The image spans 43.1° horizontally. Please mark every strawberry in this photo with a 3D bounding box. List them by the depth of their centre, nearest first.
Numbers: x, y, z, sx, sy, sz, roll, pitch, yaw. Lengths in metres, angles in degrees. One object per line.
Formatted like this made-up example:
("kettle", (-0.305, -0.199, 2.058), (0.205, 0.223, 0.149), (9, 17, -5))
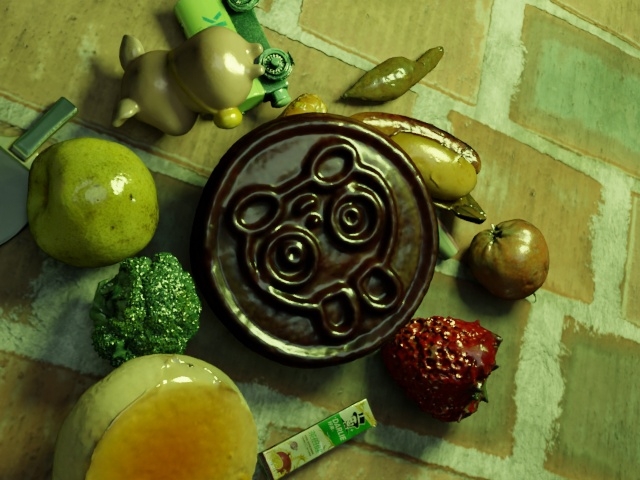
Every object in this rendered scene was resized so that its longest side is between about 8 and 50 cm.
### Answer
("strawberry", (0.198, 0.209, 1.368), (0.201, 0.187, 0.184), (17, 88, 11))

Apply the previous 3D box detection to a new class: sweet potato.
("sweet potato", (0.156, -0.316, 1.541), (0.269, 0.074, 0.075), (-30, 89, -30))

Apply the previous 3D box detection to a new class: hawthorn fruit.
("hawthorn fruit", (0.364, 0.045, 1.491), (0.189, 0.149, 0.149), (39, 65, -5))

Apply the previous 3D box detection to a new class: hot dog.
("hot dog", (-0.079, -0.149, 1.371), (0.072, 0.115, 0.269), (43, 62, -11))
("hot dog", (0.171, -0.153, 1.432), (0.326, 0.107, 0.194), (17, 30, -27))

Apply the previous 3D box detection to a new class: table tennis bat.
("table tennis bat", (-0.486, -0.112, 1.239), (0.173, 0.022, 0.301), (40, 66, -8))

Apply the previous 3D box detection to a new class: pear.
("pear", (-0.330, -0.057, 1.199), (0.197, 0.197, 0.197), (6, 74, -22))

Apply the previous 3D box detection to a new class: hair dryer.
("hair dryer", (0.171, 0.021, 1.477), (0.154, 0.054, 0.106), (-41, 98, -17))

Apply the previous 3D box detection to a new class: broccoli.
("broccoli", (-0.260, 0.110, 1.207), (0.156, 0.195, 0.196), (-4, 74, 13))

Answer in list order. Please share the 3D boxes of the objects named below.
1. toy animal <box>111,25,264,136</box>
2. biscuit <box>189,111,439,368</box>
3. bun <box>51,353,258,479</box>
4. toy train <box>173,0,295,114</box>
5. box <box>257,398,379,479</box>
("toy animal", (-0.202, -0.254, 1.295), (0.248, 0.149, 0.165), (-12, 51, 14))
("biscuit", (0.000, 0.000, 1.278), (0.407, 0.091, 0.408), (0, 91, -16))
("bun", (-0.242, 0.295, 1.147), (0.298, 0.164, 0.299), (-10, 105, -39))
("toy train", (-0.153, -0.330, 1.404), (0.157, 0.105, 0.253), (-24, 85, -13))
("box", (-0.004, 0.322, 1.316), (0.207, 0.041, 0.050), (-22, 85, -26))
